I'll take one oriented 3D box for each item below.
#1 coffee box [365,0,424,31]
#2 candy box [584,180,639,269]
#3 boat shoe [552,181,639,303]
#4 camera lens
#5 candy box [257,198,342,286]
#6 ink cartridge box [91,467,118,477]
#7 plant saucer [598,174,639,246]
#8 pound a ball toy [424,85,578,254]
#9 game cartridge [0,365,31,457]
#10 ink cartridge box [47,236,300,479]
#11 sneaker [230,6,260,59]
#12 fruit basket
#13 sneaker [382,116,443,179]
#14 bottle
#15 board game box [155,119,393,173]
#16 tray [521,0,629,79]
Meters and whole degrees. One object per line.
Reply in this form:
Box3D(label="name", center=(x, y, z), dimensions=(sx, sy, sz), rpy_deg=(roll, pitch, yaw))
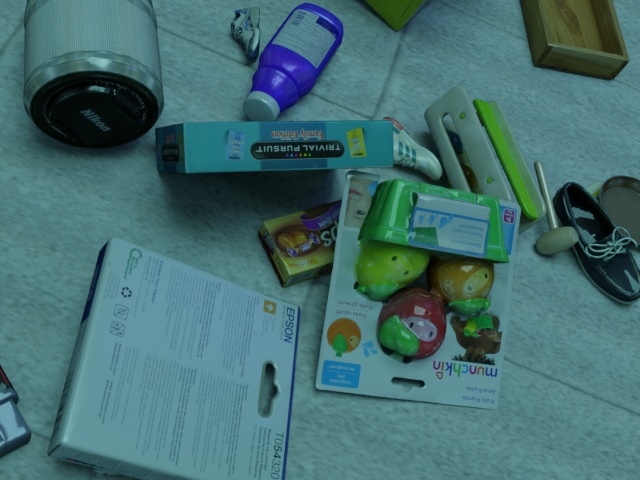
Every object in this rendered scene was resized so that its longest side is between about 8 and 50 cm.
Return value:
Box3D(label="coffee box", center=(0.201, -0.710, 1.728), dimensions=(0.337, 0.338, 0.334), rpy_deg=(44, 62, -3))
Box3D(label="candy box", center=(0.578, -0.018, 1.674), dimensions=(0.105, 0.027, 0.206), rpy_deg=(-27, 71, -28))
Box3D(label="boat shoe", center=(0.528, 0.001, 1.596), dimensions=(0.095, 0.079, 0.254), rpy_deg=(-24, 73, -6))
Box3D(label="camera lens", center=(-0.378, -0.309, 1.414), dimensions=(0.219, 0.219, 0.274), rpy_deg=(0, 60, -18))
Box3D(label="candy box", center=(0.000, 0.000, 1.456), dimensions=(0.186, 0.053, 0.109), rpy_deg=(-17, 68, -25))
Box3D(label="ink cartridge box", center=(-0.246, 0.255, 1.227), dimensions=(0.179, 0.045, 0.145), rpy_deg=(-6, 63, -19))
Box3D(label="plant saucer", center=(0.618, -0.053, 1.675), dimensions=(0.168, 0.029, 0.168), rpy_deg=(9, 56, -14))
Box3D(label="pound a ball toy", center=(0.329, -0.112, 1.607), dimensions=(0.208, 0.135, 0.319), rpy_deg=(10, 54, -43))
Box3D(label="game cartridge", center=(-0.576, 0.173, 1.160), dimensions=(0.230, 0.068, 0.355), rpy_deg=(-29, 72, -26))
Box3D(label="ink cartridge box", center=(-0.196, 0.194, 1.242), dimensions=(0.330, 0.071, 0.324), rpy_deg=(24, 51, -25))
Box3D(label="sneaker", center=(-0.147, -0.402, 1.657), dimensions=(0.058, 0.052, 0.135), rpy_deg=(0, 52, -7))
Box3D(label="fruit basket", center=(0.172, 0.083, 1.375), dimensions=(0.327, 0.165, 0.353), rpy_deg=(10, 79, -16))
Box3D(label="sneaker", center=(0.156, -0.158, 1.610), dimensions=(0.161, 0.057, 0.075), rpy_deg=(44, 75, 8))
Box3D(label="bottle", center=(-0.056, -0.333, 1.613), dimensions=(0.118, 0.092, 0.283), rpy_deg=(28, 56, 0))
Box3D(label="board game box", center=(-0.084, -0.154, 1.404), dimensions=(0.336, 0.254, 0.079), rpy_deg=(-4, 97, -20))
Box3D(label="tray", center=(0.568, -0.565, 1.972), dimensions=(0.202, 0.076, 0.411), rpy_deg=(7, 59, -15))
